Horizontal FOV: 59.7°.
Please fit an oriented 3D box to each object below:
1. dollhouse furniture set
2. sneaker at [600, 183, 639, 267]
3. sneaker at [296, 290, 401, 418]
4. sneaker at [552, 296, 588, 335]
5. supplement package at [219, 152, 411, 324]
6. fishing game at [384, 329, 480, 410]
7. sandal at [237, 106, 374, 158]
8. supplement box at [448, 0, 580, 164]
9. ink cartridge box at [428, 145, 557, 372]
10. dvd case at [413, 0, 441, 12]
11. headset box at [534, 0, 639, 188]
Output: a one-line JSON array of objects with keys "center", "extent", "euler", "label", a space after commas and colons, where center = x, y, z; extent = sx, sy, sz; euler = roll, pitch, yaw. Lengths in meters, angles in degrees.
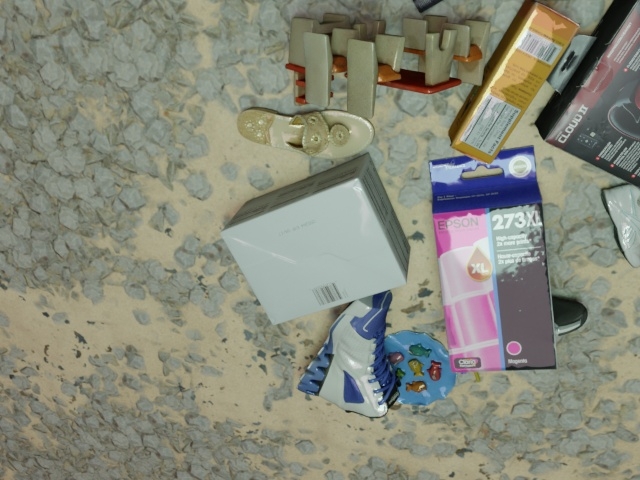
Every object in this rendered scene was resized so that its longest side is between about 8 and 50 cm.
[{"center": [0.074, -0.245, 0.808], "extent": [0.259, 0.262, 0.135], "euler": [26, 127, 38], "label": "dollhouse furniture set"}, {"center": [0.514, -0.023, 0.917], "extent": [0.061, 0.053, 0.152], "euler": [-20, 110, 18], "label": "sneaker"}, {"center": [0.092, 0.230, 1.082], "extent": [0.182, 0.127, 0.315], "euler": [33, 126, 10], "label": "sneaker"}, {"center": [0.352, 0.102, 0.999], "extent": [0.229, 0.086, 0.132], "euler": [-7, 112, 17], "label": "sneaker"}, {"center": [0.000, 0.000, 0.989], "extent": [0.262, 0.145, 0.204], "euler": [-19, 110, 21], "label": "supplement package"}, {"center": [0.186, 0.273, 1.147], "extent": [0.264, 0.041, 0.189], "euler": [-12, 110, 18], "label": "fishing game"}, {"center": [-0.033, -0.175, 0.946], "extent": [0.240, 0.079, 0.088], "euler": [9, 118, 8], "label": "sandal"}, {"center": [0.284, -0.237, 0.847], "extent": [0.080, 0.078, 0.233], "euler": [27, 119, -5], "label": "supplement box"}, {"center": [0.289, 0.038, 0.941], "extent": [0.176, 0.069, 0.371], "euler": [-6, 97, 16], "label": "ink cartridge box"}, {"center": [0.144, -0.445, 0.758], "extent": [0.164, 0.018, 0.221], "euler": [-9, 120, 55], "label": "dvd case"}, {"center": [0.476, -0.200, 0.803], "extent": [0.293, 0.110, 0.218], "euler": [25, 118, -1], "label": "headset box"}]
